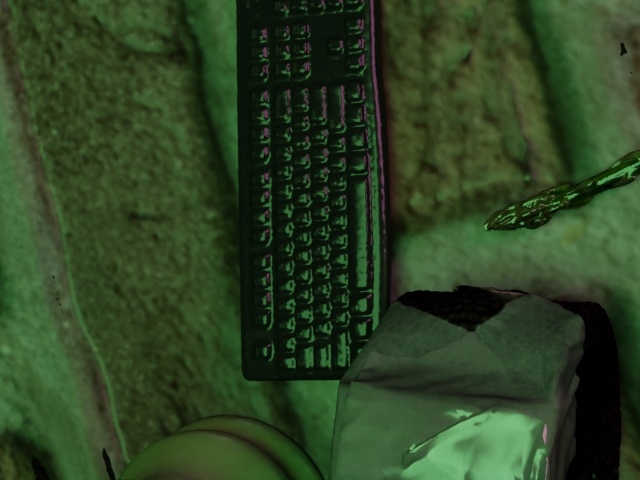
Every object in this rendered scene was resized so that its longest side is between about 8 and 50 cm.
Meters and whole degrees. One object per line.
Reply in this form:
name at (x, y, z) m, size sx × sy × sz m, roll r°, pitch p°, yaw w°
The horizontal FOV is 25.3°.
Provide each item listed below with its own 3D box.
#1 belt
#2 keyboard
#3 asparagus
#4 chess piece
belt at (0.073, 0.169, 0.778) m, size 0.164 × 0.184 × 0.289 m, roll 4°, pitch 89°, yaw 25°
keyboard at (-0.005, 0.001, 0.869) m, size 0.103 × 0.041 × 0.381 m, roll -3°, pitch 92°, yaw 21°
asparagus at (0.197, -0.054, 0.800) m, size 0.233 × 0.022 × 0.023 m, roll -27°, pitch 128°, yaw 18°
chess piece at (-0.097, 0.190, 0.803) m, size 0.144 × 0.251 × 0.144 m, roll 1°, pitch 93°, yaw 20°
